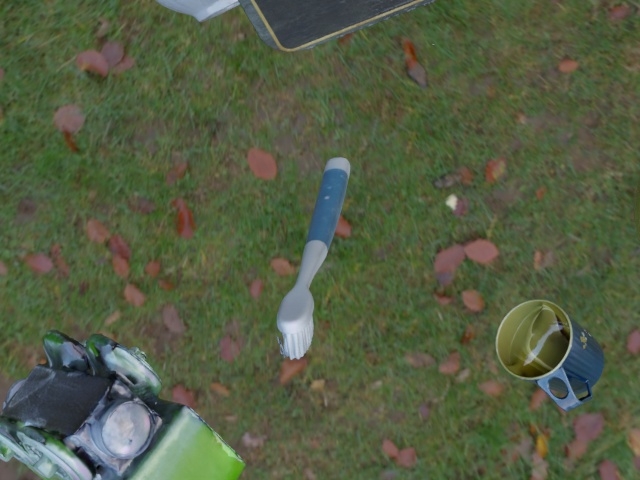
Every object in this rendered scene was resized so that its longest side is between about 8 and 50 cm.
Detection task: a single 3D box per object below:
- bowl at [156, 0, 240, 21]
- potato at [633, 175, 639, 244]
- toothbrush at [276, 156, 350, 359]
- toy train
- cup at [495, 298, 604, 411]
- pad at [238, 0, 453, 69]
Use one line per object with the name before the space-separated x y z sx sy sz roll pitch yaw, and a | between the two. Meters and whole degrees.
bowl | -0.137 -0.337 1.344 0.189 0.189 0.086 -26 100 6
potato | 0.666 -0.104 1.767 0.330 0.280 0.213 -26 108 24
toothbrush | 0.000 0.000 0.655 0.019 0.275 0.025 -4 112 8
toy train | -0.258 0.239 1.256 0.249 0.307 0.173 49 62 -26
cup | 0.380 0.195 1.663 0.131 0.176 0.155 -33 144 24
pad | 0.096 -0.275 1.005 0.375 0.063 0.315 -19 145 13
